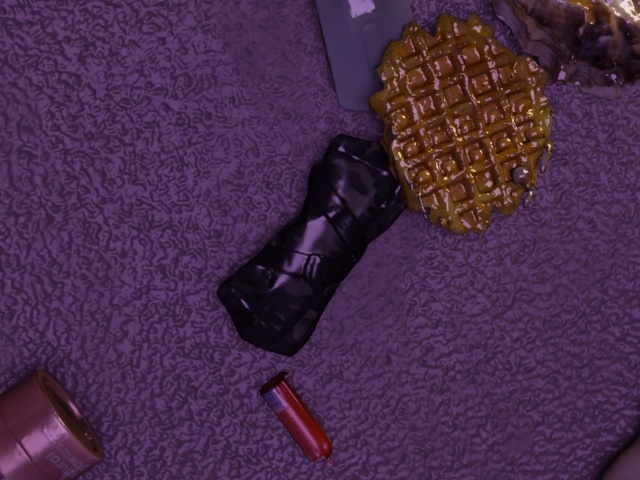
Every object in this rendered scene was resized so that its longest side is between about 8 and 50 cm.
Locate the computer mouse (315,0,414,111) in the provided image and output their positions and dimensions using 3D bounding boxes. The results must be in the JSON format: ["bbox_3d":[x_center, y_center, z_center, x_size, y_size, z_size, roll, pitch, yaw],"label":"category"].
[{"bbox_3d":[0.061,-0.283,1.881,0.128,0.079,0.231,-17,99,0],"label":"computer mouse"}]

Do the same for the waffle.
[{"bbox_3d":[0.182,-0.156,1.868,0.262,0.060,0.280,26,84,-8],"label":"waffle"}]

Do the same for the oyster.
[{"bbox_3d":[0.361,-0.330,1.869,0.238,0.115,0.351,-44,115,0],"label":"oyster"}]

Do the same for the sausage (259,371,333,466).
[{"bbox_3d":[-0.025,0.251,1.940,0.050,0.048,0.145,-42,99,-38],"label":"sausage"}]

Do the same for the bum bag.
[{"bbox_3d":[0.000,0.000,1.893,0.144,0.095,0.340,37,93,-23],"label":"bum bag"}]

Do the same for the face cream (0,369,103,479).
[{"bbox_3d":[-0.370,0.259,1.861,0.104,0.149,0.149,-36,97,-1],"label":"face cream"}]

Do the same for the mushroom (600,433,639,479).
[{"bbox_3d":[0.447,0.318,1.951,0.088,0.097,0.212,31,92,4],"label":"mushroom"}]
